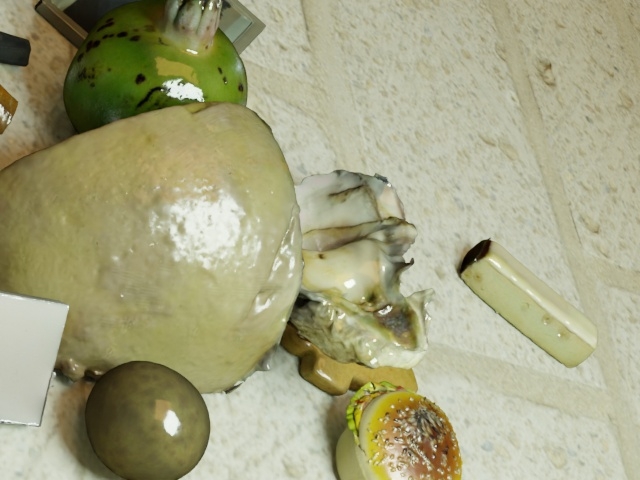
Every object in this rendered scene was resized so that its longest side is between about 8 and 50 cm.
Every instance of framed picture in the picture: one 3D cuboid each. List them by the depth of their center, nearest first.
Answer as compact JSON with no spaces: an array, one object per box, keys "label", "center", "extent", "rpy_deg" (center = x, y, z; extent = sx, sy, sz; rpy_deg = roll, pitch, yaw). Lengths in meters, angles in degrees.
[{"label":"framed picture","center":[-0.181,-0.247,1.512],"extent":[0.192,0.018,0.265],"rpy_deg":[41,37,-7]}]

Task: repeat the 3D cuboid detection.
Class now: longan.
[{"label":"longan","center":[-0.142,0.147,1.121],"extent":[0.106,0.106,0.119],"rpy_deg":[38,6,-12]}]

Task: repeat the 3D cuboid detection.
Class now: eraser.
[{"label":"eraser","center":[-0.273,0.084,1.051],"extent":[0.150,0.023,0.103],"rpy_deg":[13,90,-38]}]

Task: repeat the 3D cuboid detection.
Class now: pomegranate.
[{"label":"pomegranate","center":[-0.149,-0.165,1.303],"extent":[0.180,0.209,0.180],"rpy_deg":[15,40,-13]}]

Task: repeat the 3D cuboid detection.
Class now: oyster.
[{"label":"oyster","center":[-0.001,0.008,1.324],"extent":[0.275,0.100,0.271],"rpy_deg":[14,41,13]}]

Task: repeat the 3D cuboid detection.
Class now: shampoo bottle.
[{"label":"shampoo bottle","center":[-0.340,-0.191,1.290],"extent":[0.137,0.027,0.048],"rpy_deg":[8,51,-40]}]

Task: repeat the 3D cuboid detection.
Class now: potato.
[{"label":"potato","center":[-0.152,0.012,1.152],"extent":[0.264,0.189,0.211],"rpy_deg":[-3,59,-46]}]

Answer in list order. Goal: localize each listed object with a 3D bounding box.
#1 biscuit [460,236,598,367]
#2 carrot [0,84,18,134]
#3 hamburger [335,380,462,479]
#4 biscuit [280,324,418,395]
[{"label":"biscuit","center":[0.248,0.073,1.608],"extent":[0.188,0.056,0.052],"rpy_deg":[39,36,-13]},{"label":"carrot","center":[-0.365,-0.167,1.181],"extent":[0.225,0.067,0.067],"rpy_deg":[39,35,-31]},{"label":"hamburger","center":[0.077,0.201,1.295],"extent":[0.127,0.081,0.141],"rpy_deg":[17,47,-34]},{"label":"biscuit","center":[0.020,0.059,1.407],"extent":[0.212,0.041,0.238],"rpy_deg":[30,40,-18]}]
